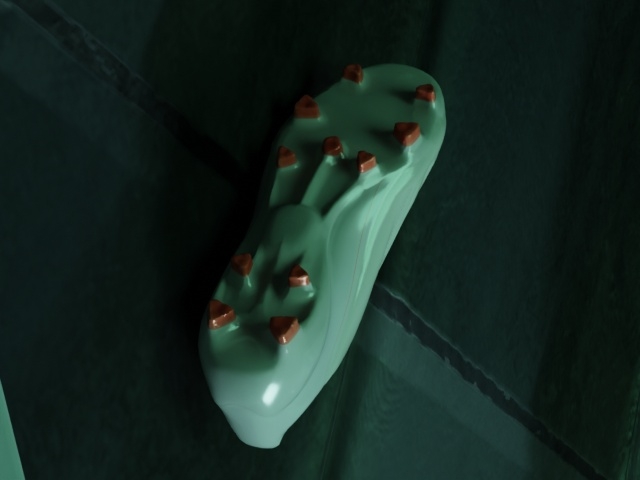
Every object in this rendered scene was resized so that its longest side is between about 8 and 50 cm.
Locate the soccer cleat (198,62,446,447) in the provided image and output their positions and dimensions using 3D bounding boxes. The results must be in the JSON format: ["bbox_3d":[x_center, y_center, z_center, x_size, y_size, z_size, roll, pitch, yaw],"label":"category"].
[{"bbox_3d":[0.000,0.000,0.748,0.076,0.068,0.196,87,25,-48],"label":"soccer cleat"}]

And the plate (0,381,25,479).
[{"bbox_3d":[-0.146,0.116,0.391,0.278,0.045,0.277,23,46,-62],"label":"plate"}]
